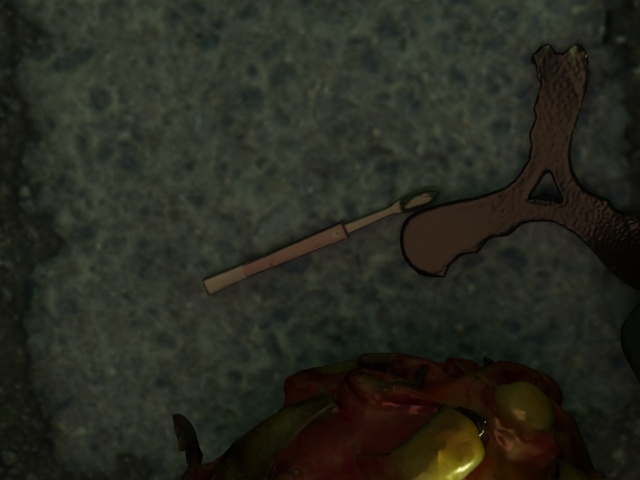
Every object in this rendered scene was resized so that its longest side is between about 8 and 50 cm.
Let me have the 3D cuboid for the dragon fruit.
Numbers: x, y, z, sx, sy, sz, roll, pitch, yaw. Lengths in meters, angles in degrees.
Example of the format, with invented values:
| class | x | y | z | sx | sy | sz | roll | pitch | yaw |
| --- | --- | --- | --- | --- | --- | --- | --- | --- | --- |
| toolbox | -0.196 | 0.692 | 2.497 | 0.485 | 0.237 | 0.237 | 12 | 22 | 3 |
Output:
| class | x | y | z | sx | sy | sz | roll | pitch | yaw |
| --- | --- | --- | --- | --- | --- | --- | --- | --- | --- |
| dragon fruit | 0.072 | 0.195 | 1.376 | 0.314 | 0.296 | 0.263 | 40 | 105 | -16 |

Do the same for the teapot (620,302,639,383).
| class | x | y | z | sx | sy | sz | roll | pitch | yaw |
| --- | --- | --- | --- | --- | --- | --- | --- | --- | --- |
| teapot | 0.365 | 0.054 | 1.368 | 0.285 | 0.305 | 0.223 | -30 | 144 | 8 |

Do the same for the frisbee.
| class | x | y | z | sx | sy | sz | roll | pitch | yaw |
| --- | --- | --- | --- | --- | --- | --- | --- | --- | --- |
| frisbee | 0.172 | -0.052 | 1.419 | 0.211 | 0.012 | 0.187 | 8 | 104 | -2 |

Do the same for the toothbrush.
| class | x | y | z | sx | sy | sz | roll | pitch | yaw |
| --- | --- | --- | --- | --- | --- | --- | --- | --- | --- |
| toothbrush | 0.000 | 0.000 | 1.459 | 0.194 | 0.017 | 0.014 | -22 | 100 | 13 |
